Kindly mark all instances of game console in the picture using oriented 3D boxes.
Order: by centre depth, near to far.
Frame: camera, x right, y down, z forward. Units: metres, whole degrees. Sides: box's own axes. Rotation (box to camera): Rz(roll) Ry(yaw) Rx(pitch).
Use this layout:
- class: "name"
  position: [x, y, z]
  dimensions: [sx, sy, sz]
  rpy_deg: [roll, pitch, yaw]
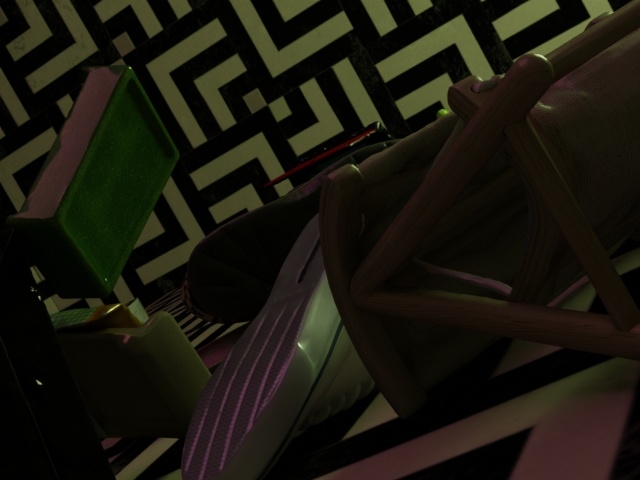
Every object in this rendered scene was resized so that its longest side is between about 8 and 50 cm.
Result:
- class: "game console"
  position: [0.025, -0.080, 1.445]
  dimensions: [0.144, 0.124, 0.085]
  rpy_deg: [-23, 38, 37]

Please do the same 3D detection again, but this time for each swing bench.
- class: "swing bench"
  position: [0.154, -0.041, 0.666]
  dimensions: [0.253, 0.165, 0.254]
  rpy_deg: [-33, 5, -31]

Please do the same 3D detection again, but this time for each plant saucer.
- class: "plant saucer"
  position: [-0.109, 0.134, 1.234]
  dimensions: [0.198, 0.036, 0.198]
  rpy_deg: [-29, 4, 2]

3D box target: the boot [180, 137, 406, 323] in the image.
- class: "boot"
  position: [0.000, 0.000, 1.428]
  dimensions: [0.377, 0.138, 0.284]
  rpy_deg: [-26, -2, -16]

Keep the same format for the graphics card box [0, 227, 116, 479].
- class: "graphics card box"
  position: [-0.306, 0.161, 0.859]
  dimensions: [0.371, 0.233, 0.094]
  rpy_deg: [-27, -6, 43]

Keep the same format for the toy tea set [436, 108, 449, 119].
- class: "toy tea set"
  position: [0.264, -0.164, 1.655]
  dimensions: [0.336, 0.124, 0.200]
  rpy_deg: [-28, 4, 26]

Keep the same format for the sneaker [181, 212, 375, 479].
- class: "sneaker"
  position: [-0.002, 0.084, 0.806]
  dimensions: [0.094, 0.091, 0.258]
  rpy_deg: [-18, 32, 47]

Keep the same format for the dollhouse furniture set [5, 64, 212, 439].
- class: "dollhouse furniture set"
  position: [-0.200, 0.026, 0.946]
  dimensions: [0.197, 0.301, 0.151]
  rpy_deg: [-1, 49, 23]

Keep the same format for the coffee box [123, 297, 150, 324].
- class: "coffee box"
  position: [-0.331, 0.177, 1.789]
  dimensions: [0.141, 0.098, 0.246]
  rpy_deg: [-29, 4, 3]
